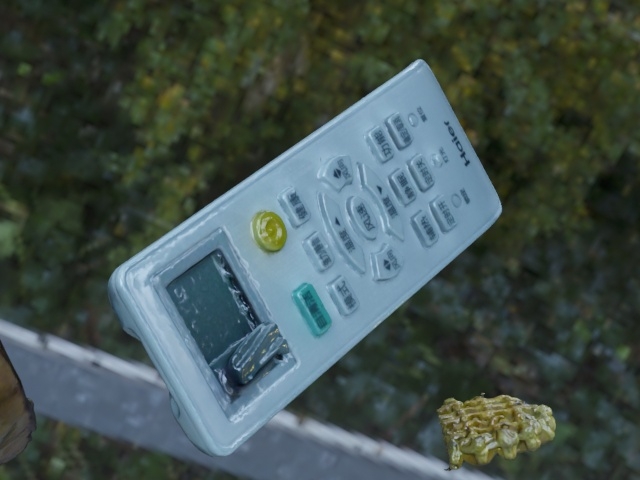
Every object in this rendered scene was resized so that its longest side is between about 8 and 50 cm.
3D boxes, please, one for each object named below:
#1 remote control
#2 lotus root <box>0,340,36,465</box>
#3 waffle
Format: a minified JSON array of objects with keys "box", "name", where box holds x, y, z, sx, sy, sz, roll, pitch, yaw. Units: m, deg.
[{"box":[0.001,0.000,0.878,0.293,0.051,0.103,-38,103,-48],"name":"remote control"},{"box":[-0.281,0.078,0.909,0.180,0.199,0.188,-41,35,-27],"name":"lotus root"},{"box":[0.166,0.202,1.786,0.160,0.046,0.192,-1,9,33],"name":"waffle"}]
